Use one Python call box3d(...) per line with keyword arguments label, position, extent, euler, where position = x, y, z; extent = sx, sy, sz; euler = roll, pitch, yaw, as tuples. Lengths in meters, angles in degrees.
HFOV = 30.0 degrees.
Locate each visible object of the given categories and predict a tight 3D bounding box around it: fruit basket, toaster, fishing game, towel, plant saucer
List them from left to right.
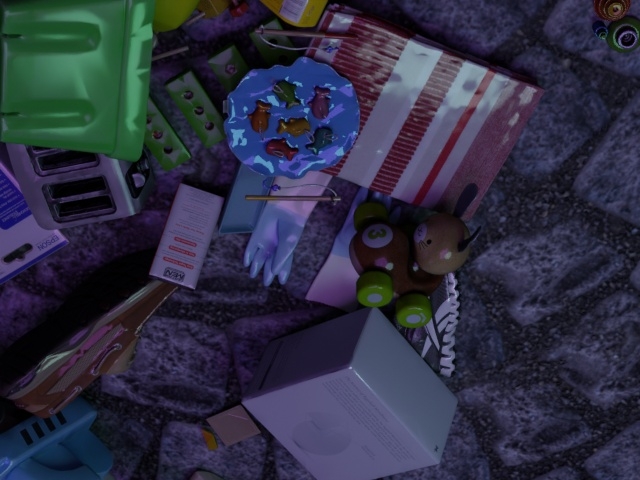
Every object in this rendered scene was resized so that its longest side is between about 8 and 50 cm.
box3d(label="toaster", position=(-0.341, -0.118, 1.672), extent=(0.185, 0.110, 0.168), euler=(-9, 119, 8))
box3d(label="fruit basket", position=(-0.277, -0.295, 1.475), extent=(0.392, 0.392, 0.283), euler=(9, 120, -3))
box3d(label="plant saucer", position=(-0.096, -0.094, 1.709), extent=(0.067, 0.018, 0.192), euler=(-4, 127, -39))
box3d(label="fishing game", position=(-0.038, -0.157, 1.591), extent=(0.189, 0.041, 0.264), euler=(4, 123, -10))
box3d(label="towel", position=(0.112, -0.170, 1.639), extent=(0.329, 0.037, 0.237), euler=(18, 120, -17))

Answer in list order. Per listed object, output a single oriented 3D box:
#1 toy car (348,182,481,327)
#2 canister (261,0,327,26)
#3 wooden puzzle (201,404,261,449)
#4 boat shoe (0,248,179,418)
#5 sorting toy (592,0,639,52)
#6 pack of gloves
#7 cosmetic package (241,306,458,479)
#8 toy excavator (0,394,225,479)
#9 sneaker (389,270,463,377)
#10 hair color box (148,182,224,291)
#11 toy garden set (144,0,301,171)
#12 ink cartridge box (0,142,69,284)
box3d(label="toy car", position=(0.147, 0.001, 1.654), extent=(0.149, 0.155, 0.188), euler=(29, 132, -31))
box3d(label="canister", position=(-0.020, -0.371, 1.506), extent=(0.126, 0.073, 0.170), euler=(45, 125, 24))
box3d(label="wooden puzzle", position=(-0.144, 0.303, 1.966), extent=(0.116, 0.014, 0.078), euler=(-18, 122, 13))
box3d(label="boat shoe", position=(-0.334, 0.142, 1.793), extent=(0.324, 0.122, 0.120), euler=(-37, 124, -1))
box3d(label="sorting toy", position=(0.391, -0.285, 1.578), extent=(0.061, 0.042, 0.102), euler=(-25, 116, 16))
box3d(label="pack of gloves", position=(0.000, 0.000, 1.762), extent=(0.195, 0.046, 0.232), euler=(19, 120, -7))
box3d(label="cosmetic package", position=(0.047, 0.242, 1.815), extent=(0.224, 0.138, 0.224), euler=(-21, 120, 38))
box3d(label="toy excavator", position=(-0.382, 0.395, 1.889), extent=(0.445, 0.433, 0.222), euler=(43, 117, 11))
box3d(label="sneaker", position=(0.157, 0.109, 1.800), extent=(0.106, 0.078, 0.234), euler=(0, 122, 0))
box3d(label="hair color box", position=(-0.194, -0.004, 1.724), extent=(0.072, 0.043, 0.141), euler=(19, 79, -8))
box3d(label="toy garden set", position=(-0.162, -0.239, 1.615), extent=(0.244, 0.049, 0.204), euler=(-29, 116, 9))
box3d(label="ink cartridge box", position=(-0.519, -0.094, 1.721), extent=(0.165, 0.065, 0.333), euler=(-28, 114, 18))
